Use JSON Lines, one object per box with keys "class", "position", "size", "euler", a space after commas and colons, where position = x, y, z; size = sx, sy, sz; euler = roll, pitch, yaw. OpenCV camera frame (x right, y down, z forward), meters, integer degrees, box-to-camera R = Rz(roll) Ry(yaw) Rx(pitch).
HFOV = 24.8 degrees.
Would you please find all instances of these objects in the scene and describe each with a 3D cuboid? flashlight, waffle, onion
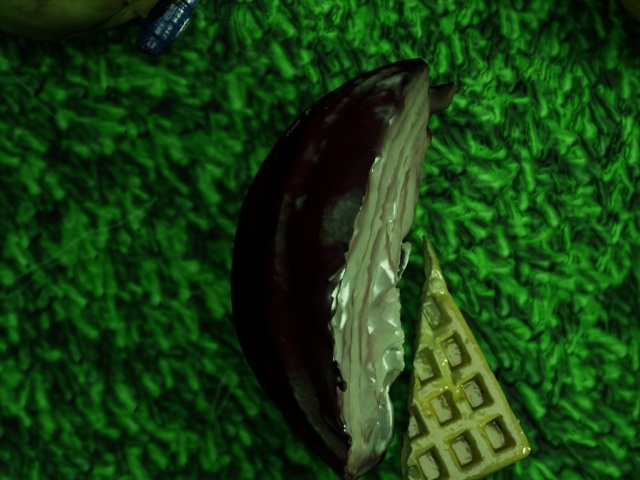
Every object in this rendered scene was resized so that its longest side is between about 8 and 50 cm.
{"class": "flashlight", "position": [-0.106, -0.200, 1.173], "size": [0.035, 0.057, 0.121], "euler": [37, 80, -35]}
{"class": "waffle", "position": [0.071, 0.104, 1.124], "size": [0.125, 0.032, 0.191], "euler": [-26, 79, -8]}
{"class": "onion", "position": [0.000, 0.000, 1.028], "size": [0.146, 0.280, 0.314], "euler": [11, 75, 12]}

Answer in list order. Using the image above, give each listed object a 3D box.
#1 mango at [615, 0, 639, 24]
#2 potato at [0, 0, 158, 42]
{"class": "mango", "position": [0.356, -0.232, 1.147], "size": [0.253, 0.182, 0.365], "euler": [-36, 82, -13]}
{"class": "potato", "position": [-0.180, -0.299, 1.101], "size": [0.237, 0.301, 0.289], "euler": [38, 110, -16]}
